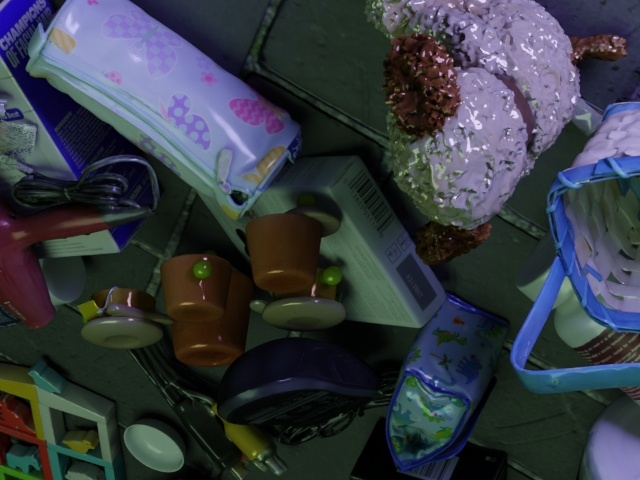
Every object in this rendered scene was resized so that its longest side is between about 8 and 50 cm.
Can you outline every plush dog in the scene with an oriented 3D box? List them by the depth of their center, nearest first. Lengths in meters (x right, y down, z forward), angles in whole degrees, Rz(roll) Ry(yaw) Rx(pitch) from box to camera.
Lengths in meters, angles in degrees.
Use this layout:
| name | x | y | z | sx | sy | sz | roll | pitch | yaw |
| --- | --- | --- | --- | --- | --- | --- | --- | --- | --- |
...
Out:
| name | x | y | z | sx | sy | sz | roll | pitch | yaw |
| --- | --- | --- | --- | --- | --- | --- | --- | --- | --- |
| plush dog | 0.133 | -0.103 | 1.496 | 0.211 | 0.225 | 0.262 | 4 | 131 | 29 |

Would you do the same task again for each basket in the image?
| name | x | y | z | sx | sy | sz | roll | pitch | yaw |
| --- | --- | --- | --- | --- | --- | --- | --- | --- | --- |
| basket | 0.309 | 0.011 | 1.453 | 0.255 | 0.289 | 0.201 | -2 | 129 | 32 |

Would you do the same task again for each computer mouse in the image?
| name | x | y | z | sx | sy | sz | roll | pitch | yaw |
| --- | --- | --- | --- | --- | --- | --- | --- | --- | --- |
| computer mouse | -0.022 | 0.150 | 1.856 | 0.188 | 0.072 | 0.272 | -23 | 160 | 22 |

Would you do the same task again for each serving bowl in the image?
| name | x | y | z | sx | sy | sz | roll | pitch | yaw |
| --- | --- | --- | --- | --- | --- | --- | --- | --- | --- |
| serving bowl | -0.201 | 0.249 | 2.184 | 0.083 | 0.027 | 0.083 | 17 | 136 | 17 |

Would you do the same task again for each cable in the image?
| name | x | y | z | sx | sy | sz | roll | pitch | yaw |
| --- | --- | --- | --- | --- | --- | --- | --- | --- | --- |
| cable | -0.152 | 0.176 | 2.084 | 0.287 | 0.072 | 0.139 | 53 | 163 | -3 |

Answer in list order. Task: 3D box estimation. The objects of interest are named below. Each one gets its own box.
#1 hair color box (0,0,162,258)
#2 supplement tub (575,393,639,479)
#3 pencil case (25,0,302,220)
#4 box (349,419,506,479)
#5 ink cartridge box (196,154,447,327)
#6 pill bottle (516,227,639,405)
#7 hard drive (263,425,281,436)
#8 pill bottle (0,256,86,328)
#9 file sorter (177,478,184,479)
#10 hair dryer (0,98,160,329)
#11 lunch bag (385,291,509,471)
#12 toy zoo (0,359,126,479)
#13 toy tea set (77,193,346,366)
| name | x | y | z | sx | sy | sz | roll | pitch | yaw |
| --- | --- | --- | --- | --- | --- | --- | --- | --- | --- |
| hair color box | -0.329 | -0.140 | 1.830 | 0.185 | 0.110 | 0.339 | -4 | 129 | 35 |
| supplement tub | 0.348 | 0.322 | 1.791 | 0.207 | 0.207 | 0.338 | 19 | 137 | 14 |
| pencil case | -0.153 | -0.135 | 1.717 | 0.273 | 0.124 | 0.113 | 37 | 139 | -4 |
| box | 0.124 | 0.304 | 1.994 | 0.156 | 0.093 | 0.158 | 13 | 136 | 20 |
| ink cartridge box | 0.000 | 0.000 | 1.825 | 0.232 | 0.066 | 0.189 | 7 | 137 | 55 |
| pill bottle | 0.298 | 0.075 | 1.648 | 0.221 | 0.121 | 0.121 | 40 | 138 | -9 |
| hard drive | -0.033 | 0.177 | 2.018 | 0.135 | 0.022 | 0.094 | -20 | 118 | 41 |
| pill bottle | -0.352 | 0.051 | 2.034 | 0.169 | 0.094 | 0.094 | -13 | 122 | 39 |
| file sorter | -0.198 | 0.468 | 2.251 | 0.202 | 0.182 | 0.291 | 34 | 140 | -19 |
| hair dryer | -0.294 | -0.008 | 1.796 | 0.224 | 0.080 | 0.293 | 26 | 139 | 5 |
| lunch bag | 0.124 | 0.155 | 1.823 | 0.096 | 0.129 | 0.151 | 28 | 138 | 6 |
| toy zoo | -0.346 | 0.257 | 2.276 | 0.192 | 0.030 | 0.293 | 16 | 136 | 18 |
| toy tea set | -0.089 | 0.029 | 1.808 | 0.336 | 0.124 | 0.200 | -21 | 150 | 40 |
